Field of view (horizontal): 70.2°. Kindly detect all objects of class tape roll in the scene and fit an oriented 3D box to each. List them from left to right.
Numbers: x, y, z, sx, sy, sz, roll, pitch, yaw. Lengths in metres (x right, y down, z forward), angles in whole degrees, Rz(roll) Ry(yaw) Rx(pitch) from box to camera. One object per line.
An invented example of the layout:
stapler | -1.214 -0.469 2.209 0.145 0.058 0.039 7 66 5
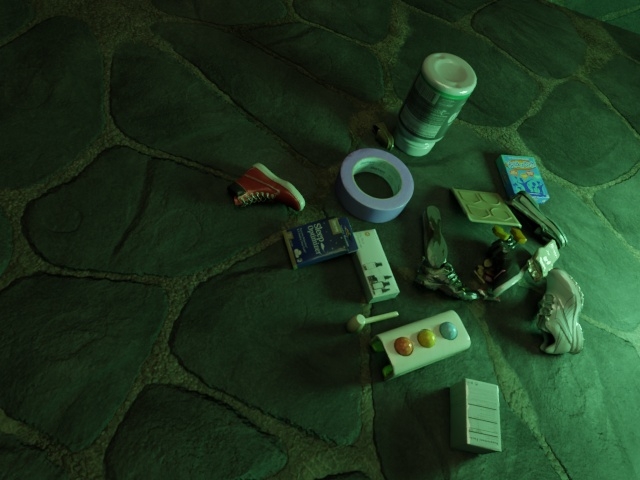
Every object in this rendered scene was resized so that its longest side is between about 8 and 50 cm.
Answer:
tape roll | 0.195 -0.203 1.661 0.275 0.090 0.274 7 60 -11

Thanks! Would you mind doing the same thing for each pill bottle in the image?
pill bottle | 0.415 -0.501 1.727 0.204 0.361 0.204 6 60 -11

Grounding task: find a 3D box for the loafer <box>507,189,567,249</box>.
loafer | 0.822 -0.066 1.742 0.084 0.096 0.267 -34 79 -9

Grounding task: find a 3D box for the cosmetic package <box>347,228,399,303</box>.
cosmetic package | 0.170 0.082 1.507 0.099 0.060 0.239 -9 63 -20

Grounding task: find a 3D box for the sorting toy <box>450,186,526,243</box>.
sorting toy | 0.621 -0.092 1.683 0.229 0.041 0.307 8 37 -12

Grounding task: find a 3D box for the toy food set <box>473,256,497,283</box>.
toy food set | 0.595 0.112 1.622 0.122 0.019 0.078 -23 69 -33

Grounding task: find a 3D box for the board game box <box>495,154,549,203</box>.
board game box | 0.828 -0.253 1.872 0.160 0.047 0.210 1 60 -13

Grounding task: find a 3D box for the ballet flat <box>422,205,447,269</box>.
ballet flat | 0.398 -0.006 1.624 0.084 0.058 0.250 7 64 -16

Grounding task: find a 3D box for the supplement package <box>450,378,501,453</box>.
supplement package | 0.440 0.505 1.304 0.105 0.105 0.179 14 59 -6

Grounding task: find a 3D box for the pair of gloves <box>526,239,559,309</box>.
pair of gloves | 0.806 0.132 1.586 0.204 0.042 0.240 -23 96 -35

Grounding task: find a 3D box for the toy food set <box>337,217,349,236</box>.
toy food set | 0.062 -0.038 1.572 0.083 0.020 0.082 21 58 -1

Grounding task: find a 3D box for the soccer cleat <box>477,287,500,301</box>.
soccer cleat | 0.575 0.195 1.564 0.083 0.029 0.035 29 67 7

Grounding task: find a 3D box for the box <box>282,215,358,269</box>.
box | 0.000 0.000 1.493 0.225 0.036 0.136 -16 65 -6

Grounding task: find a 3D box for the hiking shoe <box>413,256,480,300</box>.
hiking shoe | 0.432 0.129 1.513 0.227 0.086 0.114 18 84 -3

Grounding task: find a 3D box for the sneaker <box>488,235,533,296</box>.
sneaker | 0.629 0.083 1.582 0.147 0.104 0.296 48 47 12

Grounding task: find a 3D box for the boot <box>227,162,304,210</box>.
boot | -0.189 -0.141 1.533 0.244 0.088 0.176 35 59 16

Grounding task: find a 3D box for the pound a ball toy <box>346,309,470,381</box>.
pound a ball toy | 0.265 0.280 1.373 0.319 0.136 0.208 -12 65 -21

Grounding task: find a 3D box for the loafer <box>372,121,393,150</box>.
loafer | 0.248 -0.414 1.819 0.050 0.056 0.148 -7 53 -17

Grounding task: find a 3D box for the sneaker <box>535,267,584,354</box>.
sneaker | 0.775 0.238 1.489 0.129 0.111 0.297 -8 93 -8
